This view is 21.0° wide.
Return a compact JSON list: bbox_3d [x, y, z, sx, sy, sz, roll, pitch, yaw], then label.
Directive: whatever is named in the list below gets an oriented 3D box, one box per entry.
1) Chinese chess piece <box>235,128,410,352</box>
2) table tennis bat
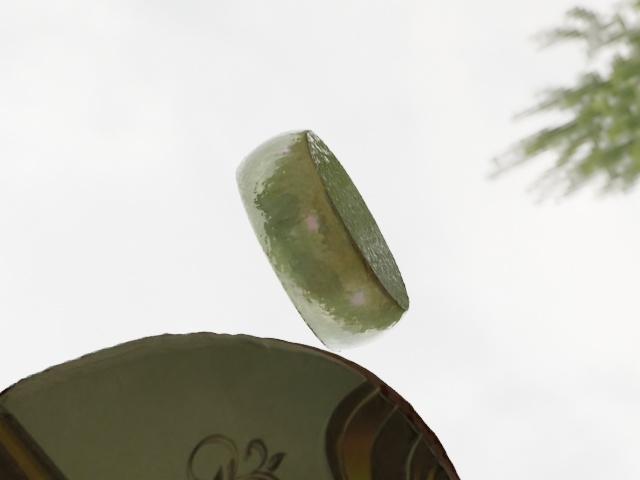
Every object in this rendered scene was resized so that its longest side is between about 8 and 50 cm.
[{"bbox_3d":[0.000,0.000,0.630,0.084,0.034,0.084,59,-171,-15],"label":"Chinese chess piece"},{"bbox_3d":[-0.081,0.121,0.462,0.301,0.022,0.173,-11,-88,-29],"label":"table tennis bat"}]
